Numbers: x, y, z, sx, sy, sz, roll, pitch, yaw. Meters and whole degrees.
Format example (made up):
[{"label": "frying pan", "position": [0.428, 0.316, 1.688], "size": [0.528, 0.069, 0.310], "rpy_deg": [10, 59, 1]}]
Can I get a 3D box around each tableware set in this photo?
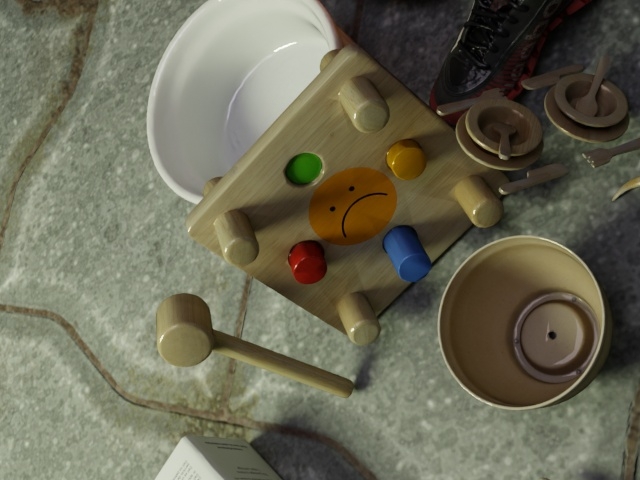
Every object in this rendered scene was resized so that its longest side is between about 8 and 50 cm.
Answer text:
[{"label": "tableware set", "position": [0.223, -0.123, 0.956], "size": [0.128, 0.194, 0.039], "rpy_deg": [57, 154, 31]}]

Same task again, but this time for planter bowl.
[{"label": "planter bowl", "position": [0.209, 0.086, 0.937], "size": [0.162, 0.109, 0.162], "rpy_deg": [-10, 71, 32]}]

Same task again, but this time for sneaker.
[{"label": "sneaker", "position": [0.196, -0.238, 1.025], "size": [0.276, 0.135, 0.097], "rpy_deg": [-51, 57, 13]}]

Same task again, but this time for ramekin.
[{"label": "ramekin", "position": [-0.062, -0.157, 1.174], "size": [0.277, 0.135, 0.277], "rpy_deg": [-11, 70, 32]}]

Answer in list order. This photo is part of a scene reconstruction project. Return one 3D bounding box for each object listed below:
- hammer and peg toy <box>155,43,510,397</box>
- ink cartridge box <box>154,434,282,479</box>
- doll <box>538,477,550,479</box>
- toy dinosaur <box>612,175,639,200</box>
[{"label": "hammer and peg toy", "position": [0.000, 0.000, 1.029], "size": [0.361, 0.266, 0.127], "rpy_deg": [-46, 34, 15]}, {"label": "ink cartridge box", "position": [-0.083, 0.382, 1.040], "size": [0.289, 0.121, 0.211], "rpy_deg": [40, 100, 35]}, {"label": "doll", "position": [0.229, 0.283, 0.906], "size": [0.189, 0.046, 0.129], "rpy_deg": [-31, 63, 24]}, {"label": "toy dinosaur", "position": [0.362, -0.070, 0.915], "size": [0.183, 0.053, 0.093], "rpy_deg": [8, 83, 35]}]
